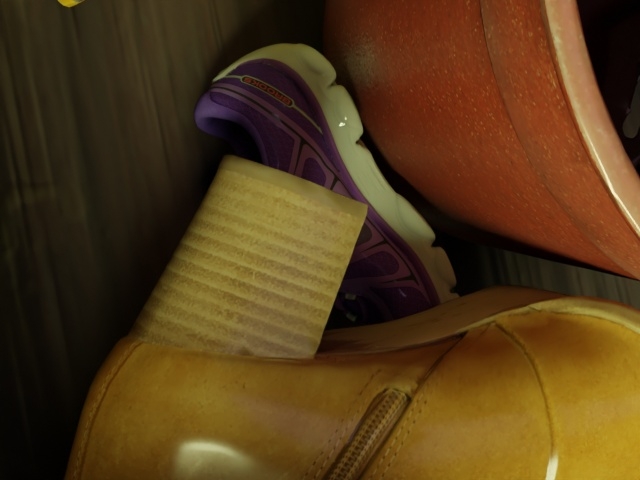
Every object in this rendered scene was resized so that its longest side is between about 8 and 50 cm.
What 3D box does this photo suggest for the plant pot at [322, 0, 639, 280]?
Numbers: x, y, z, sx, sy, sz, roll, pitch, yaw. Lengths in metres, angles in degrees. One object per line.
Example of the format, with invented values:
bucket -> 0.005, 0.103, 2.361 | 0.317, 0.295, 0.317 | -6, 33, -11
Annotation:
plant pot -> 0.140, -0.093, 0.551 | 0.272, 0.265, 0.272 | 0, 91, -21

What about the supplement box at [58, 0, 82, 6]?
supplement box -> 0.010, -0.280, 0.576 | 0.356, 0.194, 0.195 | -40, 104, -37

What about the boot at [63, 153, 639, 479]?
boot -> 0.048, 0.113, 0.527 | 0.295, 0.104, 0.211 | 21, 88, -12

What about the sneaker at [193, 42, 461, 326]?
sneaker -> 0.000, 0.000, 0.596 | 0.071, 0.068, 0.170 | -32, 91, -24

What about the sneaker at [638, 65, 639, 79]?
sneaker -> 0.180, -0.234, 0.746 | 0.126, 0.127, 0.321 | 23, 67, -34
